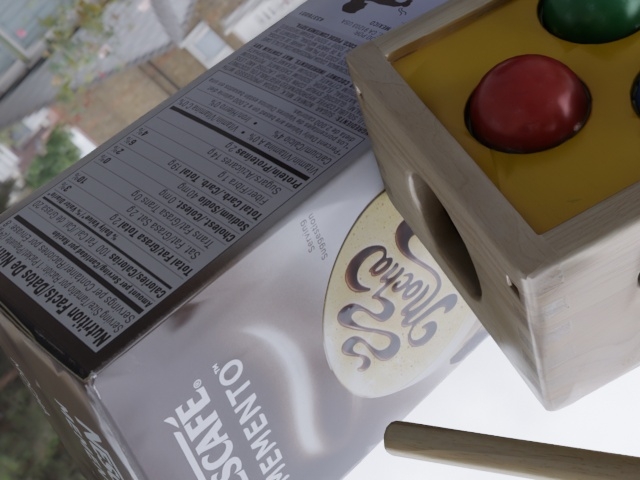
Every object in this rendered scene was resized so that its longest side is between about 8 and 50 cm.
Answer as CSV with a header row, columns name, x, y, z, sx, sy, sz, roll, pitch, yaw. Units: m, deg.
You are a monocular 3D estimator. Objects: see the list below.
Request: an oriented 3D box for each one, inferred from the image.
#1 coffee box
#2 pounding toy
name,x,y,z,sx,sy,sz,roll,pitch,yaw
coffee box,0.000,0.000,0.526,0.297,0.168,0.119,-40,-133,-23
pounding toy,0.089,0.001,0.358,0.181,0.094,0.206,-28,-131,-6
